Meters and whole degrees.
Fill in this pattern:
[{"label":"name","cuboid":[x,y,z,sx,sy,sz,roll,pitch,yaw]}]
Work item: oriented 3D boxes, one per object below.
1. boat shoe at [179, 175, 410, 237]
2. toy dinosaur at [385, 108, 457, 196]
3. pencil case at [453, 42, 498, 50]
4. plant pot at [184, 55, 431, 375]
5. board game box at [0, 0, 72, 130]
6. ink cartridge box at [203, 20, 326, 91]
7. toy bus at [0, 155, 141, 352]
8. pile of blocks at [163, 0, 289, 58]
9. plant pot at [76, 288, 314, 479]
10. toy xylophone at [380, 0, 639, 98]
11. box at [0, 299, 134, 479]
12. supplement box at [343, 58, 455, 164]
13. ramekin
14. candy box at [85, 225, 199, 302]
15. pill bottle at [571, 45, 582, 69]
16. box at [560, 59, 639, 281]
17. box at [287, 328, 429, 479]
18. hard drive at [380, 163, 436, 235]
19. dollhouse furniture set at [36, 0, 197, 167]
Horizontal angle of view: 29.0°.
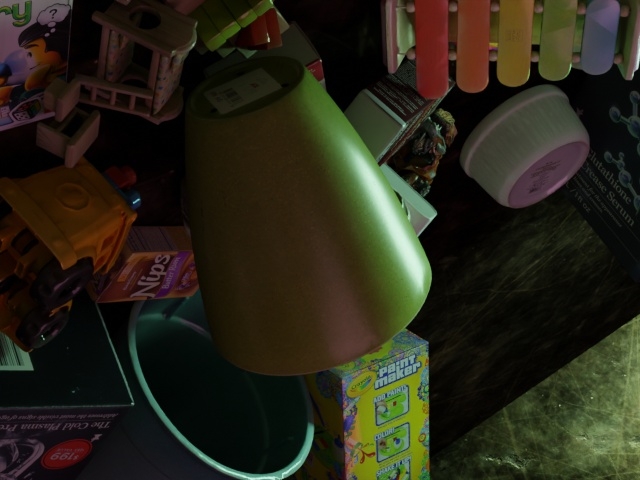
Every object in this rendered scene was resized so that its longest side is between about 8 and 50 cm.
[{"label":"boat shoe","cuboid":[-0.035,-0.046,1.624,0.305,0.109,0.091,1,143,5]},{"label":"toy dinosaur","cuboid":[0.092,-0.054,1.856,0.218,0.164,0.322,-30,139,-52]},{"label":"pencil case","cuboid":[0.242,-0.337,1.566,0.104,0.104,0.236,-17,151,-33]},{"label":"plant pot","cuboid":[-0.041,-0.047,1.397,0.275,0.275,0.293,-28,124,-13]},{"label":"board game box","cuboid":[-0.386,-0.160,1.168,0.305,0.053,0.193,-21,152,-27]},{"label":"ink cartridge box","cuboid":[-0.059,-0.170,1.530,0.127,0.072,0.175,-31,155,-8]},{"label":"toy bus","cuboid":[-0.306,0.000,1.480,0.211,0.149,0.220,-36,165,-41]},{"label":"pile of blocks","cuboid":[-0.090,-0.284,1.236,0.149,0.112,0.362,-26,154,-17]},{"label":"plant pot","cuboid":[-0.244,0.282,1.859,0.334,0.341,0.341,-40,156,31]},{"label":"toy xylophone","cuboid":[0.227,-0.287,1.492,0.323,0.081,0.236,-3,135,13]},{"label":"box","cuboid":[-0.471,0.231,1.568,0.343,0.179,0.312,5,137,-41]},{"label":"supplement box","cuboid":[0.083,-0.156,1.621,0.130,0.073,0.239,-51,177,30]},{"label":"ramekin","cuboid":[0.343,-0.146,2.028,0.207,0.109,0.207,-28,155,-14]},{"label":"candy box","cuboid":[-0.228,0.032,1.717,0.187,0.053,0.109,0,140,-49]},{"label":"pill bottle","cuboid":[0.455,-0.358,1.709,0.302,0.169,0.169,-23,153,-23]},{"label":"box","cuboid":[0.587,-0.176,2.053,0.212,0.293,0.395,-21,152,-28]},{"label":"box","cuboid":[0.021,0.257,2.029,0.177,0.290,0.279,-19,120,-30]},{"label":"hard drive","cuboid":[0.000,0.000,1.762,0.307,0.203,0.040,-51,172,33]},{"label":"dollhouse furniture set","cuboid":[-0.196,-0.175,1.229,0.161,0.101,0.182,-60,174,-37]}]
